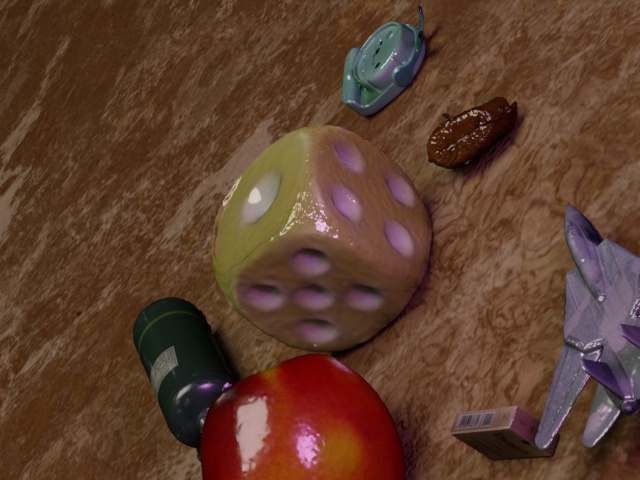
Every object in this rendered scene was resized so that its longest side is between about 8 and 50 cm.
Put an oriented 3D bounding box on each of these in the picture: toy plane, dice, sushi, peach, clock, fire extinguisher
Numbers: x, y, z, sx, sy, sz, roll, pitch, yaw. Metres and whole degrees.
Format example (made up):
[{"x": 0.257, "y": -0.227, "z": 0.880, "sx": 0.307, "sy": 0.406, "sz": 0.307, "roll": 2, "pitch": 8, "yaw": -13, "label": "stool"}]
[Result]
[{"x": 0.247, "y": 0.051, "z": 1.583, "sx": 0.212, "sy": 0.088, "sz": 0.267, "roll": -45, "pitch": 20, "yaw": 20, "label": "toy plane"}, {"x": 0.000, "y": 0.000, "z": 1.956, "sx": 0.169, "sy": 0.169, "sz": 0.166, "roll": -37, "pitch": 31, "yaw": 35, "label": "dice"}, {"x": 0.154, "y": -0.108, "z": 1.952, "sx": 0.118, "sy": 0.062, "sz": 0.060, "roll": -17, "pitch": 2, "yaw": 31, "label": "sushi"}, {"x": -0.011, "y": 0.226, "z": 1.770, "sx": 0.189, "sy": 0.226, "sz": 0.196, "roll": -21, "pitch": -7, "yaw": 2, "label": "peach"}, {"x": 0.081, "y": -0.214, "z": 2.205, "sx": 0.135, "sy": 0.041, "sz": 0.101, "roll": -38, "pitch": 32, "yaw": 34, "label": "clock"}, {"x": -0.138, "y": 0.165, "z": 2.105, "sx": 0.294, "sy": 0.093, "sz": 0.118, "roll": -125, "pitch": 45, "yaw": -62, "label": "fire extinguisher"}]

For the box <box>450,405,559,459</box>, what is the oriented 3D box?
[{"x": 0.158, "y": 0.167, "z": 1.627, "sx": 0.083, "sy": 0.053, "sz": 0.024, "roll": -15, "pitch": 47, "yaw": 52, "label": "box"}]
